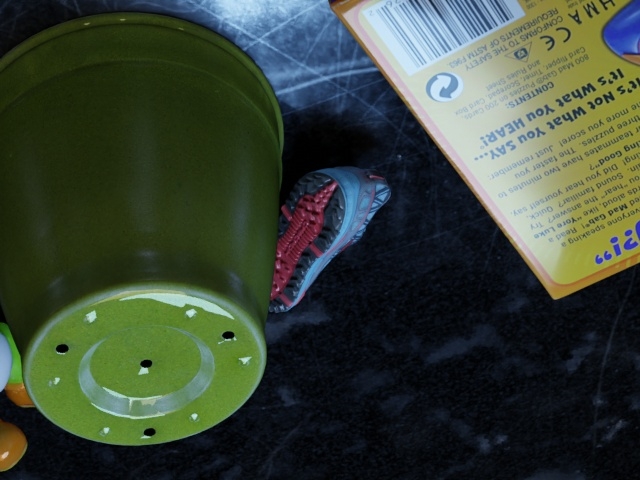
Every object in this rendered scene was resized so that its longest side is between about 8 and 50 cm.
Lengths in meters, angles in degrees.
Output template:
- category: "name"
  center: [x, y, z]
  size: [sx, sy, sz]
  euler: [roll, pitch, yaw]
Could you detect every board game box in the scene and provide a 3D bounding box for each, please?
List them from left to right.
- category: "board game box"
  center: [0.233, -0.246, 1.061]
  size: [0.357, 0.356, 0.356]
  euler: [-26, 131, 19]

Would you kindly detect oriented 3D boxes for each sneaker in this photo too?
- category: "sneaker"
  center: [0.000, 0.000, 1.633]
  size: [0.125, 0.104, 0.262]
  euler: [-19, 164, -39]

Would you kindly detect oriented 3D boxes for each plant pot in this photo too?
- category: "plant pot"
  center: [-0.195, 0.010, 1.428]
  size: [0.367, 0.353, 0.366]
  euler: [-7, 133, -7]

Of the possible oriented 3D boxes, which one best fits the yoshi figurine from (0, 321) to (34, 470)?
- category: "yoshi figurine"
  center: [-0.416, 0.111, 1.590]
  size: [0.203, 0.203, 0.362]
  euler: [-23, 130, 5]
